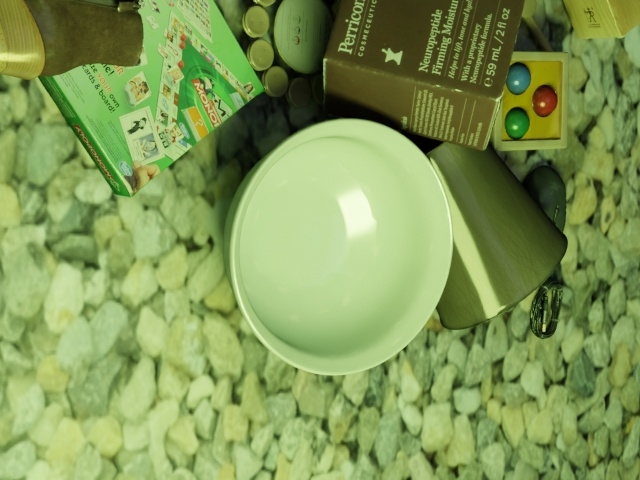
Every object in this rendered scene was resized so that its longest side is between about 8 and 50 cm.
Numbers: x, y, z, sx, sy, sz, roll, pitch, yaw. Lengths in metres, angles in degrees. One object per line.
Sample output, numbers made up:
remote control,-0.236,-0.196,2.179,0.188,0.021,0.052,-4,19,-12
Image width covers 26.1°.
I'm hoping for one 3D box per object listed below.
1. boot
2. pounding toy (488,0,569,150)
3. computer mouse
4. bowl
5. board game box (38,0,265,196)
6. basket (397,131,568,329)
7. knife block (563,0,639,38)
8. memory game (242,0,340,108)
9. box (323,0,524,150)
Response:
boot,-0.282,-0.290,1.407,0.206,0.090,0.249,-12,101,-44
pounding toy,0.276,-0.224,1.817,0.181,0.094,0.206,-4,98,-33
computer mouse,0.312,0.018,1.901,0.071,0.041,0.242,-12,102,-33
bowl,0.000,0.000,1.628,0.297,0.134,0.298,-5,101,-29
board game box,-0.220,-0.237,1.514,0.213,0.046,0.317,-41,116,-24
basket,0.180,-0.039,1.745,0.204,0.154,0.227,-39,112,-19
knife block,0.381,-0.408,1.869,0.275,0.088,0.242,-35,114,-25
memory game,-0.022,-0.249,1.648,0.186,0.012,0.186,-1,92,-42
box,0.120,-0.226,1.594,0.203,0.167,0.169,14,75,4
